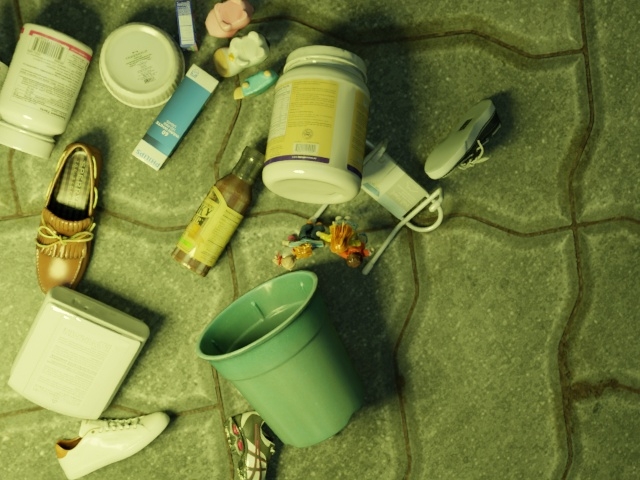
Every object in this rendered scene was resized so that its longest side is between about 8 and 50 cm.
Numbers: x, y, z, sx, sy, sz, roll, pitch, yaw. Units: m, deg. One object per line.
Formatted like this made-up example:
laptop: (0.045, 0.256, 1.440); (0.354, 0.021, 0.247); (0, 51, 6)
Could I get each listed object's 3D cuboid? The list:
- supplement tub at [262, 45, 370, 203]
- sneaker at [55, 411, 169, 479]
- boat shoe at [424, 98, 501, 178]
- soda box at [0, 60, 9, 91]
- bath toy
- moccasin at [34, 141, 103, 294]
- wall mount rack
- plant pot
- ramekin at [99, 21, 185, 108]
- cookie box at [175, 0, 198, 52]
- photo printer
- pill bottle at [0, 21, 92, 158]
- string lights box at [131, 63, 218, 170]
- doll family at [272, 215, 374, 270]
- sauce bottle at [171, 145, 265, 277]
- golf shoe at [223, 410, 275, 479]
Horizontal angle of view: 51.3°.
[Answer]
supplement tub: (-0.004, -0.275, 1.621); (0.241, 0.241, 0.331); (10, 77, -11)
sneaker: (-0.531, 0.489, 1.685); (0.290, 0.106, 0.123); (-26, 102, -6)
boat shoe: (0.385, -0.245, 1.758); (0.105, 0.113, 0.306); (53, 54, -21)
soda box: (-0.761, -0.390, 1.507); (0.074, 0.216, 0.069); (33, 87, -12)
bath toy: (-0.216, -0.529, 1.643); (0.152, 0.129, 0.348); (-17, 98, 11)
moccasin: (-0.603, -0.048, 1.602); (0.139, 0.147, 0.379); (18, 92, -12)
wall mount rack: (0.143, -0.092, 1.754); (0.350, 0.130, 0.304); (39, 120, -10)
plant pot: (-0.074, 0.305, 1.659); (0.341, 0.341, 0.334); (-33, 108, -6)
ramekin: (-0.434, -0.429, 1.619); (0.207, 0.109, 0.207); (-1, 95, -11)
cookie box: (-0.328, -0.524, 1.638); (0.040, 0.092, 0.107); (-6, 97, -7)
photo printer: (-0.595, 0.289, 1.621); (0.256, 0.107, 0.307); (27, 110, -15)
pill bottle: (-0.656, -0.345, 1.559); (0.161, 0.160, 0.282); (20, 91, -12)
string lights box: (-0.352, -0.295, 1.633); (0.077, 0.133, 0.259); (35, 88, -12)
doll family: (0.000, 0.000, 1.667); (0.263, 0.163, 0.118); (-4, 116, 11)
sauce bottle: (-0.247, -0.077, 1.687); (0.111, 0.111, 0.344); (31, 87, -12)
golf shoe: (-0.168, 0.586, 1.766); (0.120, 0.105, 0.272); (-16, 98, -16)
